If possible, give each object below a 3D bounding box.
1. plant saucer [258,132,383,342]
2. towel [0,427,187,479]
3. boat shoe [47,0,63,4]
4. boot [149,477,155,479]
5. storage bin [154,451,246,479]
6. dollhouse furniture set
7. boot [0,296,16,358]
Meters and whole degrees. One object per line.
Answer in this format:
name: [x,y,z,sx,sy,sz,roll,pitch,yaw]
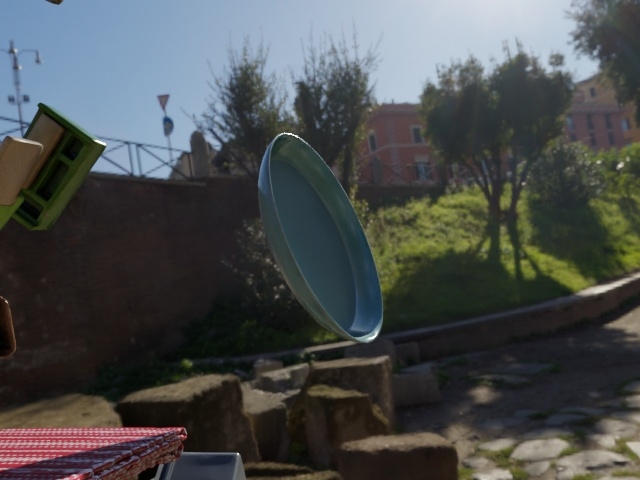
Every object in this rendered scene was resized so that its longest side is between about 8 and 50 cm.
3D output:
plant saucer: [0.000,0.000,0.834,0.044,0.317,0.317,-24,-9,21]
towel: [-0.234,0.170,0.421,0.199,0.031,0.275,-2,-9,7]
boat shoe: [-0.442,-0.454,0.790,0.104,0.110,0.307,-41,-29,5]
boot: [-0.256,0.426,0.909,0.213,0.077,0.165,-10,-6,33]
storage bin: [-0.137,0.308,0.665,0.091,0.098,0.135,-5,24,4]
dollhouse furniture set: [-0.474,-0.155,0.742,0.301,0.151,0.197,35,6,7]
boot: [-0.463,0.121,0.753,0.220,0.283,0.109,4,36,23]
